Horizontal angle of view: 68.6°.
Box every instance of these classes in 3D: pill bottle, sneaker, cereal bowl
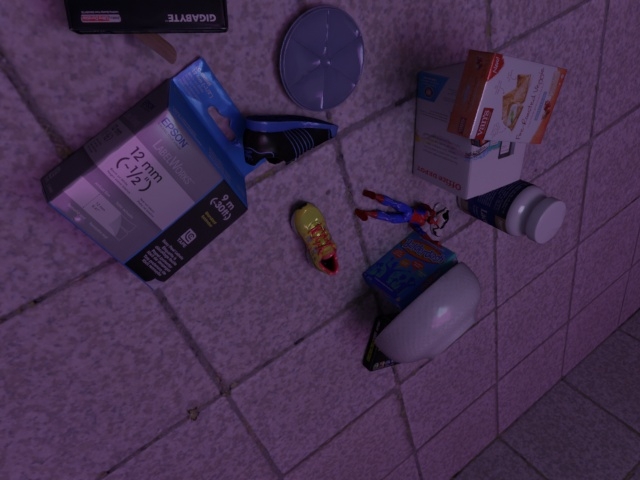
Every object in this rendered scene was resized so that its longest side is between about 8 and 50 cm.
[{"bbox_3d":[0.535,-0.102,1.326,0.153,0.265,0.153,-17,124,-28],"label":"pill bottle"},{"bbox_3d":[0.000,0.000,1.110,0.081,0.094,0.208,-34,129,-14],"label":"sneaker"},{"bbox_3d":[0.351,-0.054,1.370,0.040,0.044,0.109,-25,129,-26],"label":"sneaker"},{"bbox_3d":[-0.060,-0.201,0.947,0.232,0.081,0.090,-12,121,-42],"label":"sneaker"},{"bbox_3d":[0.313,0.220,1.280,0.339,0.141,0.339,-36,161,-15],"label":"cereal bowl"}]

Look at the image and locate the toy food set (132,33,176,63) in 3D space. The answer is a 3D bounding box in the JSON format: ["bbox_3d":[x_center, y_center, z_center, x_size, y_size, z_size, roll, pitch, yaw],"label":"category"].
[{"bbox_3d":[-0.233,-0.403,0.731,0.128,0.071,0.217,27,99,-19],"label":"toy food set"}]

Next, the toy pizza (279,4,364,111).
[{"bbox_3d":[0.003,-0.363,0.945,0.201,0.032,0.201,-18,126,-27],"label":"toy pizza"}]

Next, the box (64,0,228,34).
[{"bbox_3d":[-0.250,-0.389,0.665,0.221,0.051,0.175,-5,108,-12],"label":"box"}]

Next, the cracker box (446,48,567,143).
[{"bbox_3d":[0.372,-0.279,0.932,0.232,0.067,0.155,-5,118,-32],"label":"cracker box"}]

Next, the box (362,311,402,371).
[{"bbox_3d":[0.237,0.317,1.499,0.191,0.045,0.184,-3,118,-36],"label":"box"}]

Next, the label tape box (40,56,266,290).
[{"bbox_3d":[-0.259,-0.115,0.842,0.348,0.115,0.249,-41,132,-8],"label":"label tape box"}]

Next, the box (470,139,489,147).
[{"bbox_3d":[0.354,-0.277,0.985,0.094,0.027,0.137,-32,130,-14],"label":"box"}]

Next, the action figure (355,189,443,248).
[{"bbox_3d":[0.240,-0.055,1.231,0.281,0.139,0.091,7,112,-41],"label":"action figure"}]

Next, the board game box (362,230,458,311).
[{"bbox_3d":[0.244,0.078,1.289,0.210,0.160,0.047,-38,131,-13],"label":"board game box"}]

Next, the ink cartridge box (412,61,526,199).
[{"bbox_3d":[0.368,-0.275,1.149,0.197,0.198,0.270,-20,126,-25],"label":"ink cartridge box"}]
